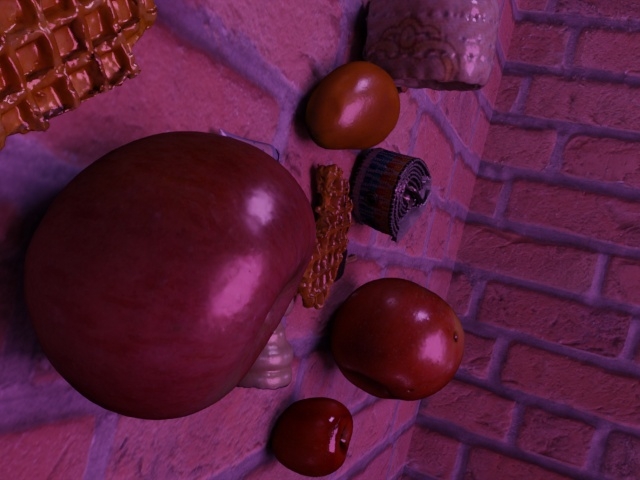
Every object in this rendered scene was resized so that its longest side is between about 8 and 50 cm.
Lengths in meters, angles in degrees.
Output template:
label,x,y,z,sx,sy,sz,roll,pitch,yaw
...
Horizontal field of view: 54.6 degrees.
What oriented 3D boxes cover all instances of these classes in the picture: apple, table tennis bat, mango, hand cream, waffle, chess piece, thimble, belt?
label,x,y,z,sx,sy,sz,roll,pitch,yaw
apple,0.192,0.258,1.589,0.277,0.349,0.348,-59,153,-24
table tennis bat,0.057,0.057,1.563,0.156,0.013,0.087,-17,118,-63
mango,0.067,-0.268,1.234,0.254,0.139,0.175,-16,114,-57
apple,-0.015,0.447,1.425,0.181,0.169,0.180,-34,130,-56
hand cream,-0.118,-0.140,0.999,0.171,0.043,0.065,-6,112,-64
waffle,-0.264,-0.234,0.583,0.312,0.060,0.307,-7,111,-64
apple,-0.171,0.030,0.721,0.344,0.269,0.345,-62,174,-12
chess piece,-0.100,0.130,1.108,0.133,0.133,0.243,-1,100,-67
waffle,0.000,0.000,1.335,0.259,0.069,0.292,67,40,-59
thimble,0.232,-0.433,1.350,0.291,0.292,0.195,-13,111,-65
belt,0.179,-0.118,1.571,0.207,0.150,0.257,-63,155,-7

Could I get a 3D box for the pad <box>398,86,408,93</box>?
label,x,y,z,sx,sy,sz,roll,pitch,yaw
pad,0.259,-0.575,1.654,0.284,0.018,0.286,-54,149,-42
